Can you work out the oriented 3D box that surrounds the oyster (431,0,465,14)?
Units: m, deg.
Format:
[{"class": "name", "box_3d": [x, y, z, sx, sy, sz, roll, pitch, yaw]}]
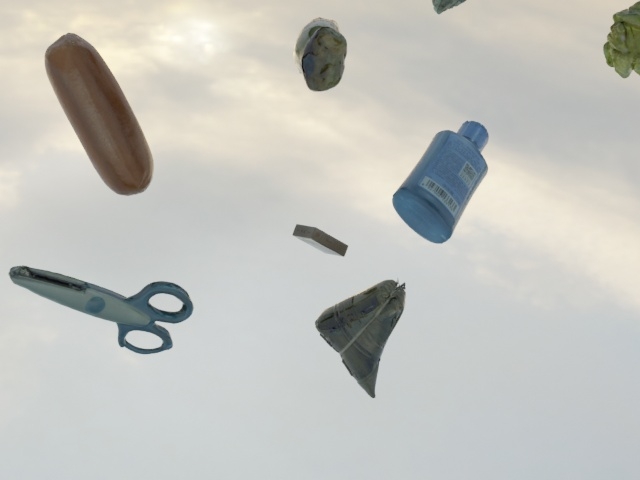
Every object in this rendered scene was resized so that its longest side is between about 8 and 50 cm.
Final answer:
[{"class": "oyster", "box_3d": [0.262, -0.573, 2.018, 0.087, 0.252, 0.199, -14, -174, 42]}]

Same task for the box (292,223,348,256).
[{"class": "box", "box_3d": [0.000, 0.000, 1.773, 0.083, 0.024, 0.053, 32, 166, -39]}]

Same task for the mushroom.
[{"class": "mushroom", "box_3d": [-0.003, -0.301, 1.672, 0.081, 0.100, 0.312, 19, -166, -6]}]

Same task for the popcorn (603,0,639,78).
[{"class": "popcorn", "box_3d": [0.576, -0.363, 1.898, 0.125, 0.126, 0.145, 41, -112, 11]}]

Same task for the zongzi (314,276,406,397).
[{"class": "zongzi", "box_3d": [0.110, 0.160, 1.748, 0.189, 0.178, 0.081, -29, -170, 27]}]

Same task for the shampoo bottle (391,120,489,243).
[{"class": "shampoo bottle", "box_3d": [0.195, -0.101, 1.593, 0.104, 0.061, 0.258, 42, -137, -5]}]

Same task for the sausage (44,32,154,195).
[{"class": "sausage", "box_3d": [-0.349, -0.198, 1.677, 0.105, 0.274, 0.105, -22, -158, 9]}]

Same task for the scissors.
[{"class": "scissors", "box_3d": [-0.338, 0.093, 1.611, 0.289, 0.138, 0.041, 21, -157, -29]}]
